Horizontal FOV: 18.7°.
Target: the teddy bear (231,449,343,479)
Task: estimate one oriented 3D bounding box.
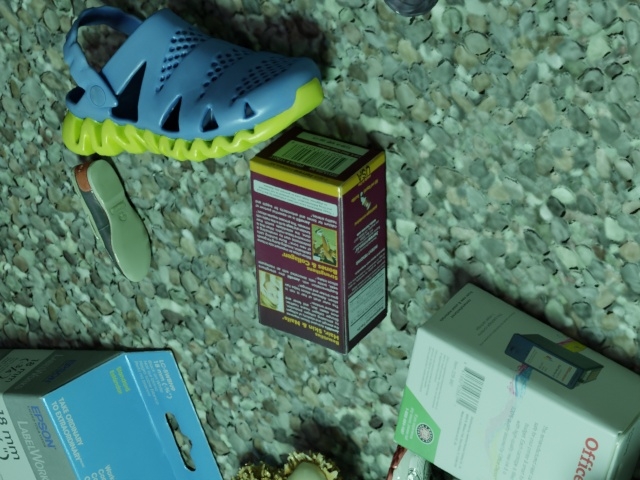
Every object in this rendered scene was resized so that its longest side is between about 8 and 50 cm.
[{"bbox_3d":[-0.030,0.350,2.073,0.245,0.113,0.338,41,136,24],"label":"teddy bear"}]

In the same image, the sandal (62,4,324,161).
[{"bbox_3d":[-0.137,-0.153,1.829,0.317,0.126,0.138,2,114,37],"label":"sandal"}]

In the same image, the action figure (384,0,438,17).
[{"bbox_3d":[0.122,-0.313,1.533,0.185,0.099,0.285,49,133,11],"label":"action figure"}]

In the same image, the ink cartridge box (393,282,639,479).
[{"bbox_3d":[0.188,0.161,1.792,0.212,0.093,0.154,29,133,23],"label":"ink cartridge box"}]

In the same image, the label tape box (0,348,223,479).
[{"bbox_3d":[-0.279,0.249,2.218,0.334,0.106,0.240,-3,116,40],"label":"label tape box"}]

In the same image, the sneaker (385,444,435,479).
[{"bbox_3d":[0.117,0.284,1.951,0.093,0.088,0.225,-2,118,17],"label":"sneaker"}]

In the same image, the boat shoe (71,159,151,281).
[{"bbox_3d":[-0.219,-0.020,2.031,0.043,0.049,0.137,-8,110,45],"label":"boat shoe"}]

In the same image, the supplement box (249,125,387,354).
[{"bbox_3d":[0.000,0.000,1.843,0.104,0.081,0.188,18,127,29],"label":"supplement box"}]
